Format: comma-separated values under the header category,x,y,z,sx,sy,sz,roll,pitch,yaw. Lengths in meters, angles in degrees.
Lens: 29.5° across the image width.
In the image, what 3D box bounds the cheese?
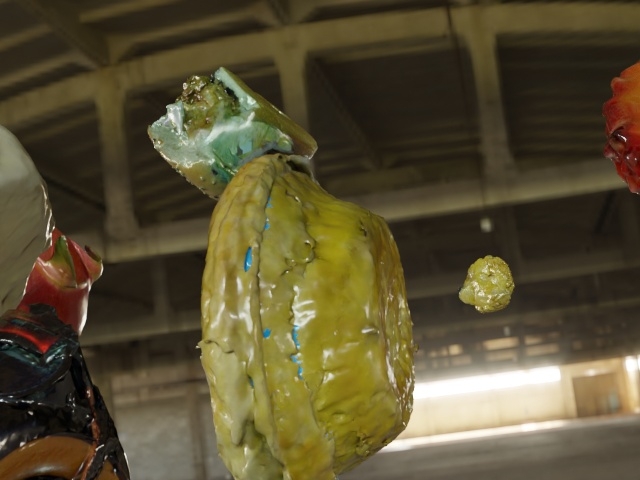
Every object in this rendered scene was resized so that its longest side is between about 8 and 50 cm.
category,x,y,z,sx,sy,sz,roll,pitch,yaw
cheese,-0.386,0.031,1.135,0.318,0.115,0.326,-58,-17,18

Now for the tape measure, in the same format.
category,x,y,z,sx,sy,sz,roll,pitch,yaw
tape measure,-0.211,0.172,0.729,0.135,0.202,0.223,14,42,28

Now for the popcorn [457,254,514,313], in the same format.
category,x,y,z,sx,sy,sz,roll,pitch,yaw
popcorn,0.243,0.068,1.722,0.084,0.084,0.084,-7,-9,-1

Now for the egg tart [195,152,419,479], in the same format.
category,x,y,z,sx,sy,sz,roll,pitch,yaw
egg tart,0.002,0.094,1.238,0.169,0.388,0.388,-5,-8,15

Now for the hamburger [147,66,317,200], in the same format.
category,x,y,z,sx,sy,sz,roll,pitch,yaw
hamburger,-0.126,-0.143,1.924,0.168,0.192,0.288,-48,-48,10

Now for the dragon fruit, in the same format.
category,x,y,z,sx,sy,sz,roll,pitch,yaw
dragon fruit,-0.396,0.064,1.537,0.224,0.224,0.227,-8,33,8

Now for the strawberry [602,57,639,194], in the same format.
category,x,y,z,sx,sy,sz,roll,pitch,yaw
strawberry,0.394,-0.077,1.083,0.265,0.149,0.336,-15,30,17
